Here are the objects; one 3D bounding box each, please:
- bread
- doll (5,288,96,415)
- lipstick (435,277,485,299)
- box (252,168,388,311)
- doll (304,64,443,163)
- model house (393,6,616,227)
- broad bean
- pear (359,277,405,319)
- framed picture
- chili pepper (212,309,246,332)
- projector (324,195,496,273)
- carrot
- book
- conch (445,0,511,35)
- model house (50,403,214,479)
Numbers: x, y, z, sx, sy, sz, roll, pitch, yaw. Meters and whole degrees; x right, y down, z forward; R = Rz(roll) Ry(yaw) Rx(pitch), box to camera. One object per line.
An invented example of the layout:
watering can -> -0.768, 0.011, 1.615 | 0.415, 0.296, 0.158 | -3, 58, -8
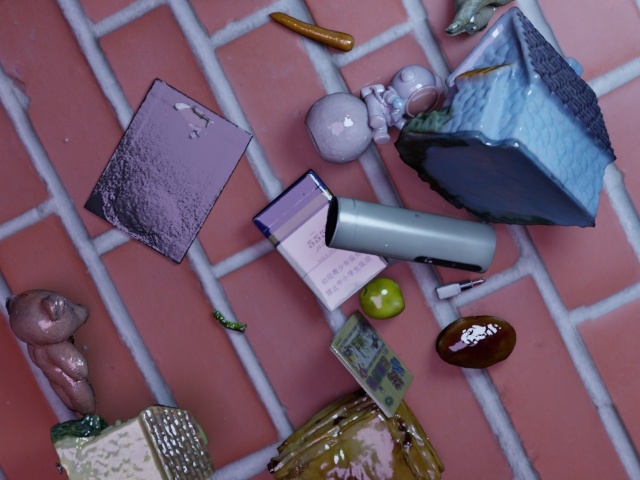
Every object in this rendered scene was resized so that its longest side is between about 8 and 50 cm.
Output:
bread -> 0.080, 0.470, 1.760 | 0.324, 0.167, 0.277 | -33, 88, -8
doll -> -0.541, 0.227, 1.835 | 0.201, 0.156, 0.303 | 2, 122, 42
lipstick -> 0.296, 0.097, 1.805 | 0.107, 0.025, 0.025 | -15, 96, 0
box -> 0.000, 0.000, 1.792 | 0.168, 0.071, 0.259 | -39, 92, 6
doll -> 0.113, -0.264, 1.731 | 0.287, 0.151, 0.151 | -27, 94, -1
model house -> 0.368, -0.250, 1.631 | 0.360, 0.297, 0.339 | 33, 73, -36
broad bean -> 0.325, 0.213, 1.789 | 0.165, 0.084, 0.114 | 1, 113, -2
pear -> 0.129, 0.126, 1.793 | 0.097, 0.092, 0.092 | 34, 98, -16
framed picture -> -0.326, -0.146, 1.830 | 0.244, 0.013, 0.324 | 31, 97, 0
chili pepper -> -0.200, 0.177, 1.852 | 0.083, 0.022, 0.027 | 27, 130, 0
projector -> 0.180, -0.011, 1.722 | 0.338, 0.108, 0.108 | 10, 97, -12
carrot -> -0.020, -0.432, 1.766 | 0.190, 0.037, 0.037 | 20, 97, 3
book -> 0.107, 0.250, 1.769 | 0.013, 0.168, 0.192 | -39, 93, 30
conch -> 0.314, -0.485, 1.705 | 0.234, 0.137, 0.114 | -42, 65, -1
model house -> -0.374, 0.436, 1.766 | 0.266, 0.321, 0.261 | -26, 82, -9
